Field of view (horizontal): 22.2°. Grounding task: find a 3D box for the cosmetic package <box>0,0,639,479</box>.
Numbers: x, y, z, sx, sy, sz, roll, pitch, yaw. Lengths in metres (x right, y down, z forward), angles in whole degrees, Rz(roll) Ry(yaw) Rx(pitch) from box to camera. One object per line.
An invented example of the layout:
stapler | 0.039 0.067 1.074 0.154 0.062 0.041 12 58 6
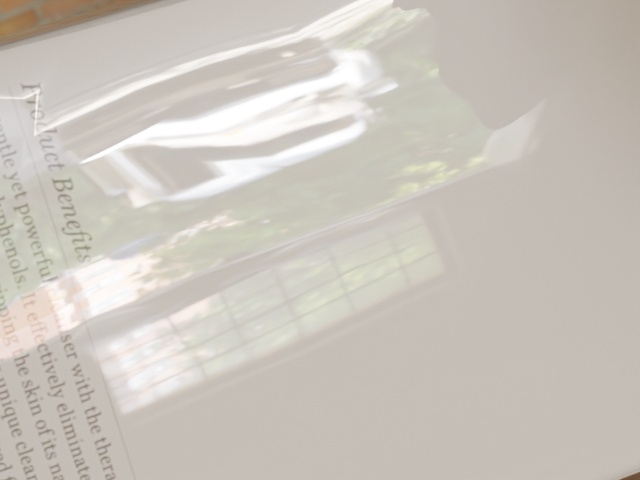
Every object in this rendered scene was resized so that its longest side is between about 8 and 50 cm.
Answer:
cosmetic package | 0.000 0.000 0.554 0.365 0.197 0.155 -17 -170 -14
